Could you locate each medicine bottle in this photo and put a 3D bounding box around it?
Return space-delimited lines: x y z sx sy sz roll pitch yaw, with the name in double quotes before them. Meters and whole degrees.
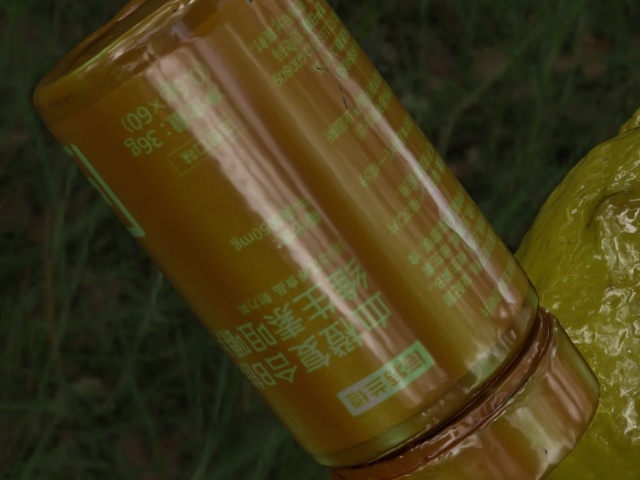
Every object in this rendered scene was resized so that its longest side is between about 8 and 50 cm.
"medicine bottle" 0.000 0.000 0.609 0.192 0.096 0.096 54 42 -14

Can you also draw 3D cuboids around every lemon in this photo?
"lemon" 0.237 0.074 1.121 0.285 0.285 0.316 25 87 16
